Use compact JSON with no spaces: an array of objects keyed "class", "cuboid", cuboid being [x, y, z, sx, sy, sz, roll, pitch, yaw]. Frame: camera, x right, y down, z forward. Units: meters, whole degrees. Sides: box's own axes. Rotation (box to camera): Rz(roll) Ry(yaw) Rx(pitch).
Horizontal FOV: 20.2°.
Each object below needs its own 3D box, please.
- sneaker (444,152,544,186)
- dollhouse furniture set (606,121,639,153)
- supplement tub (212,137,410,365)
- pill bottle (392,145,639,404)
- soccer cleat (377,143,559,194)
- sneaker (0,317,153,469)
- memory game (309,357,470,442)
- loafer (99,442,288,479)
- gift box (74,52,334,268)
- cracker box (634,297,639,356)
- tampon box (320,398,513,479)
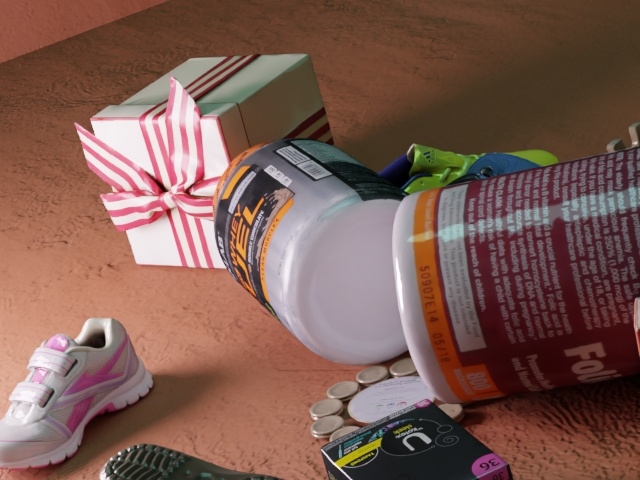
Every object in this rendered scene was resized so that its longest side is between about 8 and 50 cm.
[{"class":"sneaker","cuboid":[0.206,-0.040,2.093,0.130,0.147,0.330,-47,16,14]},{"class":"dollhouse furniture set","cuboid":[0.438,-0.060,1.963,0.262,0.135,0.259,-36,23,-32]},{"class":"supplement tub","cuboid":[0.000,0.000,2.113,0.207,0.207,0.338,-21,22,-15]},{"class":"pill bottle","cuboid":[0.288,0.026,1.787,0.392,0.224,0.224,-11,22,18]},{"class":"soccer cleat","cuboid":[0.166,-0.075,2.293,0.289,0.121,0.093,-17,22,-4]},{"class":"sneaker","cuboid":[-0.301,0.168,2.033,0.103,0.111,0.252,2,28,36]},{"class":"memory game","cuboid":[0.077,0.173,1.911,0.186,0.012,0.186,-14,22,6]},{"class":"loafer","cuboid":[-0.086,0.272,1.689,0.268,0.092,0.102,20,42,30]},{"class":"gift box","cuboid":[-0.154,-0.119,2.419,0.255,0.276,0.258,-4,26,38]},{"class":"cracker box","cuboid":[0.414,0.116,1.643,0.232,0.155,0.067,-10,24,14]},{"class":"tampon box","cuboid":[0.093,0.236,1.635,0.120,0.101,0.161,-23,24,-17]}]
